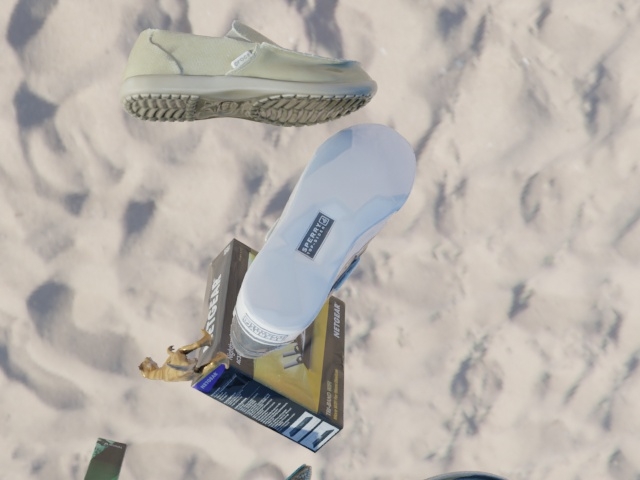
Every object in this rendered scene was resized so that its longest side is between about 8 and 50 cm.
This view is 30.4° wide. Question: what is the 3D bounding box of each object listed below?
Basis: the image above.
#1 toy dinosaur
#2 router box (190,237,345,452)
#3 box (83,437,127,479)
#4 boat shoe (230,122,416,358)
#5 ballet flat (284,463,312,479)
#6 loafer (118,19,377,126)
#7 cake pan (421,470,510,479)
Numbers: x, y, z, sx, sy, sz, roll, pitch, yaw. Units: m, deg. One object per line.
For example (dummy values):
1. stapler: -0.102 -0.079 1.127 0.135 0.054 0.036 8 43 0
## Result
1. toy dinosaur: -0.178 0.169 1.569 0.112 0.211 0.064 -30 94 -27
2. router box: -0.077 0.167 1.944 0.243 0.309 0.081 31 123 -21
3. box: -0.363 0.479 1.770 0.058 0.322 0.232 14 111 -7
4. boat shoe: 0.000 0.000 1.223 0.108 0.301 0.102 32 146 -2
5. ballet flat: -0.073 0.456 1.941 0.206 0.067 0.073 -46 159 13
6. loafer: -0.070 -0.173 1.193 0.268 0.092 0.102 0 166 -20
7. cake pan: 0.113 0.361 1.123 0.293 0.054 0.293 -12 115 -26
